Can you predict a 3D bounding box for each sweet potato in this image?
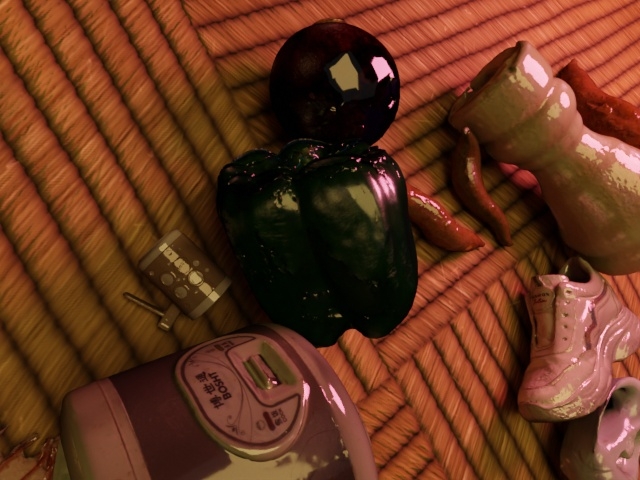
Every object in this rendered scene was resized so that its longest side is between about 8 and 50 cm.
[{"bbox_3d":[0.283,-0.086,0.909,0.069,0.059,0.249,-26,107,7],"label":"sweet potato"},{"bbox_3d":[0.184,-0.037,0.842,0.281,0.067,0.059,35,102,-22],"label":"sweet potato"},{"bbox_3d":[0.590,-0.260,1.049,0.095,0.106,0.355,47,16,-50],"label":"sweet potato"}]

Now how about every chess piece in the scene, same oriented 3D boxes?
[{"bbox_3d":[0.455,-0.152,0.920,0.442,0.234,0.234,39,63,-10],"label":"chess piece"}]

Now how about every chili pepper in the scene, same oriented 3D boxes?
[{"bbox_3d":[0.000,0.000,0.630,0.233,0.248,0.257,-14,105,6],"label":"chili pepper"}]

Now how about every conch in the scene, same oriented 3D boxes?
[{"bbox_3d":[0.495,0.339,0.870,0.221,0.121,0.185,-58,138,-19],"label":"conch"}]

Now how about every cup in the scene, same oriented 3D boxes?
[{"bbox_3d":[-0.180,0.049,0.632,0.099,0.102,0.074,46,23,-10],"label":"cup"}]

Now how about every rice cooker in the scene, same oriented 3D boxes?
[{"bbox_3d":[-0.113,0.238,0.501,0.277,0.288,0.288,-15,86,-29],"label":"rice cooker"}]

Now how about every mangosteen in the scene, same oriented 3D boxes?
[{"bbox_3d":[0.022,-0.236,0.744,0.194,0.194,0.230,23,44,-22],"label":"mangosteen"}]

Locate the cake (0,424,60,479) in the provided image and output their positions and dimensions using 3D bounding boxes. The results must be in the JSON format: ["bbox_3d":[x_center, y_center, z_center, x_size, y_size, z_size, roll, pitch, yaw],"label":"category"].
[{"bbox_3d":[-0.343,0.306,0.458,0.098,0.135,0.287,30,56,-3],"label":"cake"}]

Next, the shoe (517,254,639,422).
[{"bbox_3d":[0.424,0.161,0.891,0.342,0.132,0.211,-31,88,-32],"label":"shoe"}]
